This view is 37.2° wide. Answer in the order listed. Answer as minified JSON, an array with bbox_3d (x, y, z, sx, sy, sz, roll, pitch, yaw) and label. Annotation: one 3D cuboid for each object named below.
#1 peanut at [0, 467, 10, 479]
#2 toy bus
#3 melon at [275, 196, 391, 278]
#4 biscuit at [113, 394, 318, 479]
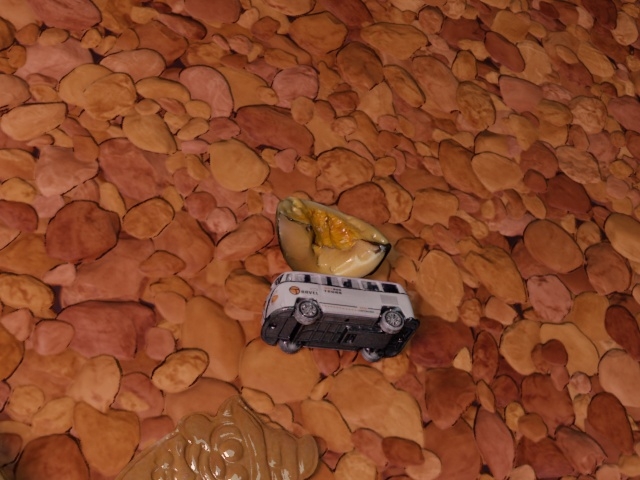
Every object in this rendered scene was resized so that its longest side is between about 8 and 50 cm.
[{"bbox_3d":[-0.362,0.242,0.875,0.148,0.147,0.318,-25,73,-35],"label":"peanut"},{"bbox_3d":[0.019,0.090,1.184,0.194,0.087,0.089,7,48,-19],"label":"toy bus"},{"bbox_3d":[0.000,0.000,1.246,0.160,0.079,0.128,14,23,-21],"label":"melon"},{"bbox_3d":[-0.113,0.254,1.048,0.250,0.035,0.162,-9,58,-27],"label":"biscuit"}]
